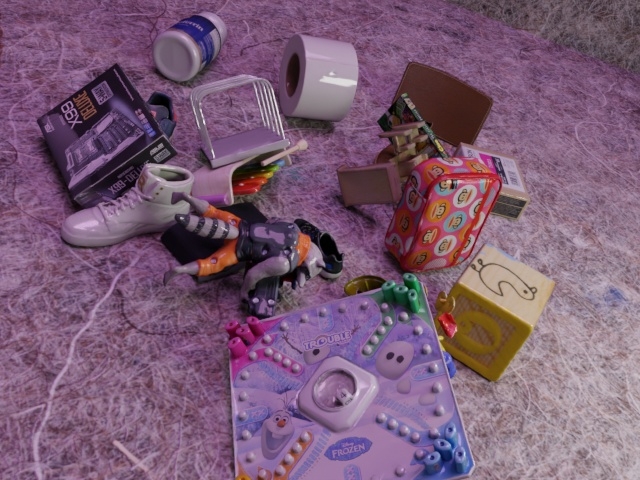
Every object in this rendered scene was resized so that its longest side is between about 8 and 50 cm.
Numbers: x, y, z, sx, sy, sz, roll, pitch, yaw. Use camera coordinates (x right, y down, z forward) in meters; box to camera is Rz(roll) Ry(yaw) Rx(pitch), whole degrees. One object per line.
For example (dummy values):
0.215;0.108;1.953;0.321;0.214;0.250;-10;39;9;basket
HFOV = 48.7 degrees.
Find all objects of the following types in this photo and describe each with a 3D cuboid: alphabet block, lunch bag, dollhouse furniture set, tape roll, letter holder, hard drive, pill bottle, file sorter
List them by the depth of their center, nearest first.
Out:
0.379;0.157;1.584;0.192;0.193;0.197;30;39;14;alphabet block
-0.215;-0.007;1.616;0.254;0.054;0.172;-20;54;-41;hard drive
0.313;-0.064;1.741;0.258;0.293;0.120;-5;40;-29;lunch bag
-0.213;-0.309;1.755;0.192;0.173;0.278;-17;19;-10;file sorter
0.182;-0.184;1.910;0.161;0.212;0.242;-1;22;38;dollhouse furniture set
-0.011;-0.489;2.138;0.169;0.246;0.246;3;41;-23;tape roll
-0.394;-0.604;2.173;0.153;0.153;0.265;23;37;3;pill bottle
0.413;-0.470;2.335;0.301;0.214;0.152;27;38;8;letter holder

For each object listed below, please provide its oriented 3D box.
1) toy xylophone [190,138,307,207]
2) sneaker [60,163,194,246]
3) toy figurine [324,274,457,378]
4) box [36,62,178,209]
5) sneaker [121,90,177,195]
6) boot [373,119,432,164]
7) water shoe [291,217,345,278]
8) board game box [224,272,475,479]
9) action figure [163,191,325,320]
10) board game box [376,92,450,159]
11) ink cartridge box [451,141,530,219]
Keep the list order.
-0.171;-0.172;1.730;0.236;0.081;0.322;0;24;37;toy xylophone
-0.414;-0.090;1.533;0.292;0.169;0.108;-15;52;-36;sneaker
0.165;0.221;1.470;0.191;0.217;0.362;-38;24;-18;toy figurine
-0.501;-0.242;1.643;0.242;0.076;0.307;-35;56;-2;box
-0.435;-0.249;1.729;0.131;0.148;0.350;13;39;-10;sneaker
0.250;-0.279;2.114;0.112;0.115;0.305;33;42;8;boot
0.000;0.000;1.686;0.073;0.080;0.203;-10;47;-34;water shoe
0.026;0.257;1.223;0.389;0.050;0.390;-16;49;6;board game box
-0.147;0.047;1.444;0.330;0.178;0.341;7;54;-16;action figure
0.269;-0.269;1.986;0.030;0.136;0.260;-28;80;-34;board game box
0.509;-0.182;2.138;0.193;0.088;0.235;14;39;-11;ink cartridge box
